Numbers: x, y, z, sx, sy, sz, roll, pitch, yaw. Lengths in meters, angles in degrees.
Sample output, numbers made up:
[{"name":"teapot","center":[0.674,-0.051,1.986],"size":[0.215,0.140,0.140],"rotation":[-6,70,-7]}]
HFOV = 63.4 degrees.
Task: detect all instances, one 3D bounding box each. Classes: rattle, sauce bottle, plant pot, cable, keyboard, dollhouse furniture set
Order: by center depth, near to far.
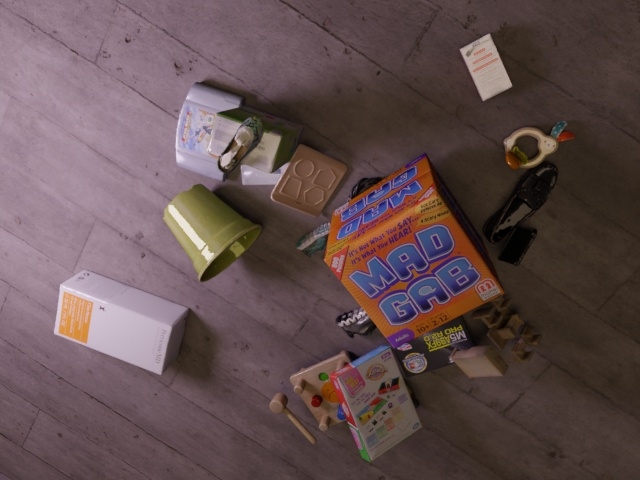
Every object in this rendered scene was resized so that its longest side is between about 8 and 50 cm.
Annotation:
[{"name":"rattle","center":[0.644,-0.283,1.520],"size":[0.199,0.143,0.130],"rotation":[-10,85,22]},{"name":"cable","center":[0.164,-0.122,1.716],"size":[0.150,0.047,0.184],"rotation":[26,111,1]},{"name":"dollhouse furniture set","center":[0.570,0.329,1.724],"size":[0.212,0.242,0.161],"rotation":[47,150,-7]},{"name":"plant pot","center":[-0.384,-0.043,1.760],"size":[0.254,0.276,0.276],"rotation":[47,111,6]},{"name":"keyboard","center":[-0.146,-0.226,1.763],"size":[0.256,0.014,0.072],"rotation":[0,103,11]},{"name":"sauce bottle","center":[0.320,0.566,1.921],"size":[0.042,0.042,0.128],"rotation":[-37,96,20]}]

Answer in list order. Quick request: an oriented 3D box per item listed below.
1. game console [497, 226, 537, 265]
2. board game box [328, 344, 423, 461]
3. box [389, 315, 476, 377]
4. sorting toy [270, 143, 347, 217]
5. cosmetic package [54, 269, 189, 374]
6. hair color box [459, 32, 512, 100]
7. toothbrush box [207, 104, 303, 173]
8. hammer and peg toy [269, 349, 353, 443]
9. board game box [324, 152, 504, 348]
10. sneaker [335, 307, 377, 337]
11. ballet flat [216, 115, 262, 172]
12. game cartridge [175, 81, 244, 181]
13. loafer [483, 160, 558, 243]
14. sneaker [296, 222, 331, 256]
[{"name":"game console","center":[0.624,0.012,1.645],"size":[0.071,0.107,0.122],"rotation":[30,113,14]},{"name":"board game box","center":[0.197,0.564,1.816],"size":[0.242,0.064,0.317],"rotation":[-22,92,-25]},{"name":"box","center":[0.386,0.344,1.823],"size":[0.270,0.060,0.216],"rotation":[-22,102,17]},{"name":"sorting toy","center":[-0.039,-0.195,1.705],"size":[0.193,0.038,0.208],"rotation":[20,112,-28]},{"name":"cosmetic package","center":[-0.761,0.310,1.987],"size":[0.453,0.161,0.230],"rotation":[19,111,4]},{"name":"hair color box","center":[0.483,-0.506,1.519],"size":[0.093,0.053,0.167],"rotation":[-24,104,19]},{"name":"toothbrush box","center":[-0.191,-0.317,1.593],"size":[0.206,0.283,0.122],"rotation":[21,110,5]},{"name":"hammer and peg toy","center":[0.010,0.588,1.947],"size":[0.361,0.127,0.266],"rotation":[-29,103,19]},{"name":"board game box","center":[0.269,0.022,1.553],"size":[0.356,0.356,0.356],"rotation":[-32,109,19]},{"name":"sneaker","center":[0.175,0.280,1.838],"size":[0.234,0.078,0.106],"rotation":[-25,105,22]},{"name":"ballet flat","center":[-0.225,-0.259,1.434],"size":[0.070,0.070,0.188],"rotation":[36,111,-2]},{"name":"game cartridge","center":[-0.381,-0.364,1.741],"size":[0.198,0.062,0.297],"rotation":[17,111,1]},{"name":"loafer","center":[0.625,-0.105,1.603],"size":[0.109,0.095,0.302],"rotation":[36,112,-1]},{"name":"sneaker","center":[0.000,0.000,1.792],"size":[0.166,0.065,0.076],"rotation":[-30,117,22]}]
